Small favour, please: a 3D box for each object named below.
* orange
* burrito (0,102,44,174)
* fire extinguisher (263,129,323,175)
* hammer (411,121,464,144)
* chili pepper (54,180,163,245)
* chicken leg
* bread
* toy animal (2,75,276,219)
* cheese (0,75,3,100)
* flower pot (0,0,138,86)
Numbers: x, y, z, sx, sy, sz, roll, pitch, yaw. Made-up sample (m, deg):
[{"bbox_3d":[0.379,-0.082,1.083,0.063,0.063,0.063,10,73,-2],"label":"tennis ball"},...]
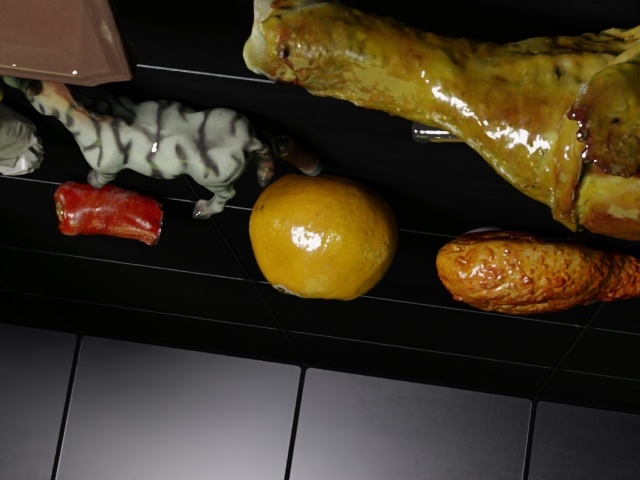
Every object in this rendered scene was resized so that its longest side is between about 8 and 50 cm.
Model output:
[{"bbox_3d":[0.000,0.000,1.477,0.156,0.134,0.156,21,166,5],"label":"orange"},{"bbox_3d":[-0.322,-0.111,1.357,0.064,0.064,0.203,4,166,23],"label":"burrito"},{"bbox_3d":[-0.026,-0.083,1.359,0.028,0.022,0.083,38,-176,30],"label":"fire extinguisher"},{"bbox_3d":[0.168,-0.089,1.175,0.201,0.021,0.078,2,167,25],"label":"hammer"},{"bbox_3d":[-0.244,-0.032,1.664,0.123,0.073,0.070,10,127,-19],"label":"chili pepper"},{"bbox_3d":[0.138,-0.078,0.895,0.361,0.140,0.211,7,-172,-10],"label":"chicken leg"},{"bbox_3d":[0.248,0.040,1.576,0.268,0.095,0.139,11,176,-32],"label":"bread"},{"bbox_3d":[-0.169,-0.088,1.291,0.255,0.090,0.170,12,165,-28],"label":"toy animal"},{"bbox_3d":[-0.310,-0.150,1.013,0.177,0.069,0.270,-33,148,0],"label":"cheese"},{"bbox_3d":[-0.202,-0.174,0.884,0.178,0.084,0.251,7,170,0],"label":"flower pot"}]
